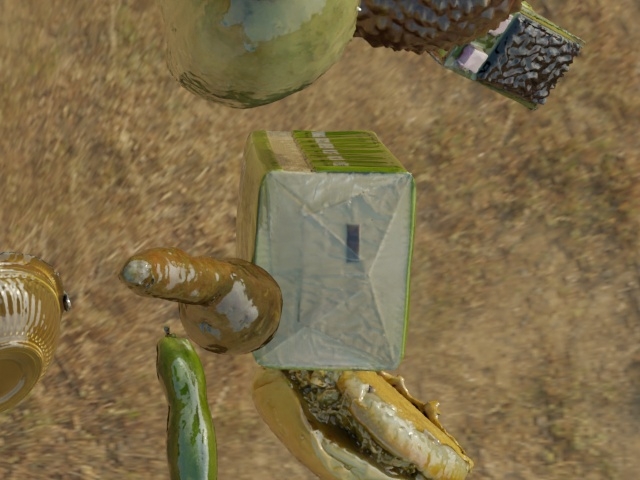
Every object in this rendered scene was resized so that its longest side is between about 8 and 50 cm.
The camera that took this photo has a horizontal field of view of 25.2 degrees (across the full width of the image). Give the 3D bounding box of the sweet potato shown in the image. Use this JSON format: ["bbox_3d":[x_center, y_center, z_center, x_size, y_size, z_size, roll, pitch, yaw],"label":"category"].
[{"bbox_3d":[-0.073,0.045,1.055,0.075,0.269,0.074,-3,77,15],"label":"sweet potato"}]

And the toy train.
[{"bbox_3d":[0.219,-0.279,1.916,0.261,0.177,0.134,17,116,-44],"label":"toy train"}]

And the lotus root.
[{"bbox_3d":[-0.025,-0.100,0.568,0.077,0.183,0.090,-14,91,-11],"label":"lotus root"}]

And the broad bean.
[{"bbox_3d":[-0.110,0.178,1.192,0.046,0.065,0.254,6,57,-24],"label":"broad bean"}]

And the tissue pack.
[{"bbox_3d":[0.000,0.000,1.491,0.167,0.274,0.200,1,103,-7],"label":"tissue pack"}]

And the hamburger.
[{"bbox_3d":[0.060,0.253,1.923,0.319,0.318,0.158,35,97,-9],"label":"hamburger"}]

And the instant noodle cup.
[{"bbox_3d":[-0.413,0.143,1.754,0.274,0.274,0.091,-29,55,-18],"label":"instant noodle cup"}]

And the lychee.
[{"bbox_3d":[0.089,-0.298,1.382,0.271,0.271,0.271,3,81,-16],"label":"lychee"}]
